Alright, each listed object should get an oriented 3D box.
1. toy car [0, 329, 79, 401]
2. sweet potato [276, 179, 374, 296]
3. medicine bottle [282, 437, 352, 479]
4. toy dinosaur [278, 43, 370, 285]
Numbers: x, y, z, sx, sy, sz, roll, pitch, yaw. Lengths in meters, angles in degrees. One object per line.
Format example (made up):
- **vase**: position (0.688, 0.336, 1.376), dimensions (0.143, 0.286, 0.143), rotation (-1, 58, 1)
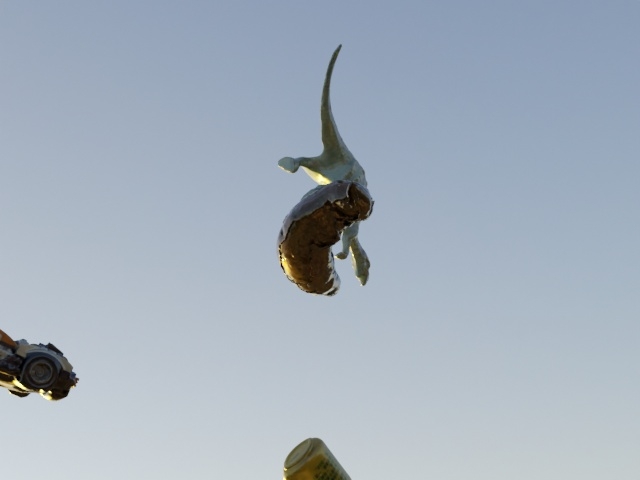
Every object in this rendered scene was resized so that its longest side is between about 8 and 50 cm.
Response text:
- **toy car**: position (-0.622, 0.230, 1.940), dimensions (0.301, 0.118, 0.193), rotation (25, -24, -19)
- **sweet potato**: position (-0.003, -0.002, 1.481), dimensions (0.124, 0.098, 0.310), rotation (6, -37, -9)
- **medicine bottle**: position (0.035, 0.444, 1.630), dimensions (0.064, 0.095, 0.260), rotation (-16, -65, 50)
- **toy dinosaur**: position (0.015, -0.116, 1.607), dimensions (0.092, 0.392, 0.206), rotation (-5, -1, 36)
